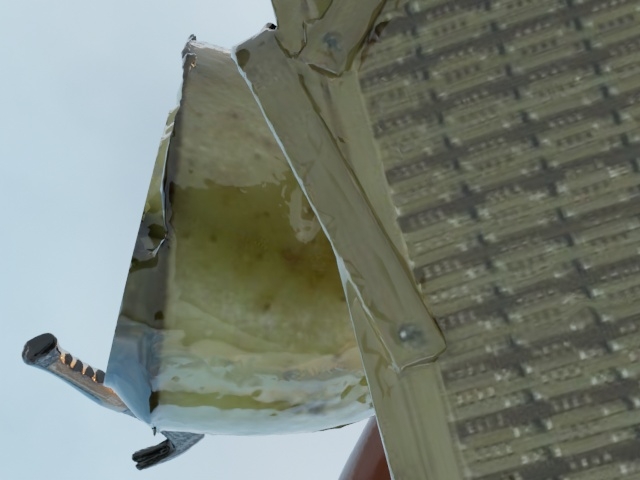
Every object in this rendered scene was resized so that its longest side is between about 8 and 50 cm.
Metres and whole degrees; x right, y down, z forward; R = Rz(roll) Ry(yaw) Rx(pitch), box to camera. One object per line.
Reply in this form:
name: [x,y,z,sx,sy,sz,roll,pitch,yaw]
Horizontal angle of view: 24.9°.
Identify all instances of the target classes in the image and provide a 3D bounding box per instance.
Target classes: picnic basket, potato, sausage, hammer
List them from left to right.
hammer: [-0.152,0.119,1.071,0.201,0.078,0.021,40,-170,-49]
potato: [0.000,0.000,0.835,0.243,0.242,0.285,21,-172,-5]
sausage: [0.063,0.190,1.231,0.077,0.077,0.194,29,-101,6]
picnic basket: [0.087,0.003,0.555,0.175,0.228,0.312,-18,-116,6]
